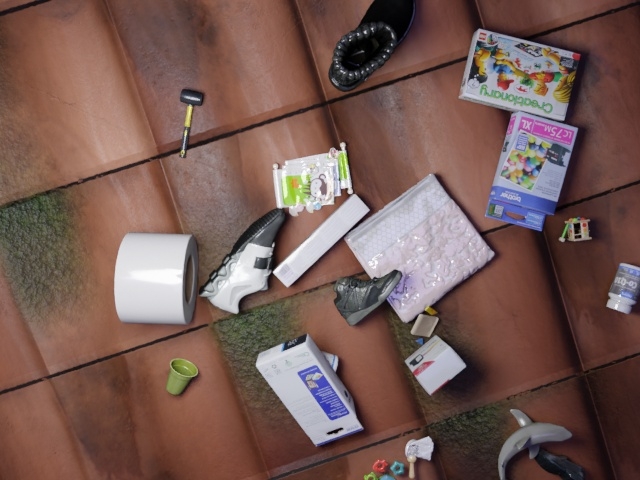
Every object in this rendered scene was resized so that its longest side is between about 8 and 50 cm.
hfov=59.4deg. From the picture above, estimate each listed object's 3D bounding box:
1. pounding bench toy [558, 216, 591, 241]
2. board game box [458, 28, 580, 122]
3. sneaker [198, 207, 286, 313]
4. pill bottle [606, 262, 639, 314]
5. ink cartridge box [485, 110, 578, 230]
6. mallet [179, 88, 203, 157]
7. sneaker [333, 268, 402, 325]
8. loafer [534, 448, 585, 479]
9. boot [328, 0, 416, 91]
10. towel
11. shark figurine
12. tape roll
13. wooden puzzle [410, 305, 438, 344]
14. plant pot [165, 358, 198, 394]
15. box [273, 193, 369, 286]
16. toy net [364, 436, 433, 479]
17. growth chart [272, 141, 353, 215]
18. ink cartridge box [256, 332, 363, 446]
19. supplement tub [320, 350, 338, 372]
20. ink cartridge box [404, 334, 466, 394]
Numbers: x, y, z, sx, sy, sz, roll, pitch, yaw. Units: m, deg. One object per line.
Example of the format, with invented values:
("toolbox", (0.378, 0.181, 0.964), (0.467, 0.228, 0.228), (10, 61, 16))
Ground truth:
("pounding bench toy", (0.738, -0.033, 1.642), (0.083, 0.052, 0.065), (-7, 94, -2))
("board game box", (0.567, -0.468, 1.605), (0.305, 0.053, 0.193), (12, 93, -4))
("sneaker", (-0.184, 0.060, 1.578), (0.146, 0.122, 0.330), (38, 94, -17))
("pill bottle", (0.897, 0.142, 1.648), (0.078, 0.078, 0.137), (19, 92, -4))
("ink cartridge box", (0.607, -0.197, 1.623), (0.185, 0.065, 0.311), (15, 94, -3))
("mallet", (-0.364, -0.326, 1.578), (0.062, 0.039, 0.190), (3, 98, -5))
("sneaker", (0.121, 0.133, 1.575), (0.130, 0.087, 0.227), (47, 122, 0))
("loafer", (0.718, 0.673, 1.690), (0.170, 0.062, 0.061), (35, 52, 2))
("boot", (0.152, -0.546, 1.474), (0.131, 0.260, 0.348), (34, 92, -4))
("towel", (0.286, 0.021, 1.623), (0.331, 0.053, 0.317), (-37, 95, 1))
("shark figurine", (0.576, 0.617, 1.637), (0.166, 0.116, 0.278), (40, 100, 16))
("tape roll", (-0.429, 0.101, 1.493), (0.169, 0.246, 0.246), (3, 93, -4))
("wooden puzzle", (0.304, 0.247, 1.640), (0.078, 0.014, 0.116), (24, 101, -32))
("plant pot", (-0.403, 0.394, 1.601), (0.083, 0.083, 0.079), (25, 104, -4))
("box", (0.000, 0.000, 1.599), (0.324, 0.063, 0.067), (-44, 96, 0))
("toy net", (0.235, 0.657, 1.665), (0.122, 0.045, 0.232), (42, 89, -3))
("growth chart", (-0.022, -0.168, 1.610), (0.237, 0.021, 0.172), (-15, 95, -1))
("ink cartridge box", (-0.025, 0.425, 1.580), (0.165, 0.065, 0.333), (-25, 111, 15))
("supplement tub", (-0.008, 0.352, 1.618), (0.107, 0.071, 0.071), (16, 93, -5))
("ink cartridge box", (0.318, 0.347, 1.583), (0.127, 0.175, 0.072), (-40, 92, 0))
